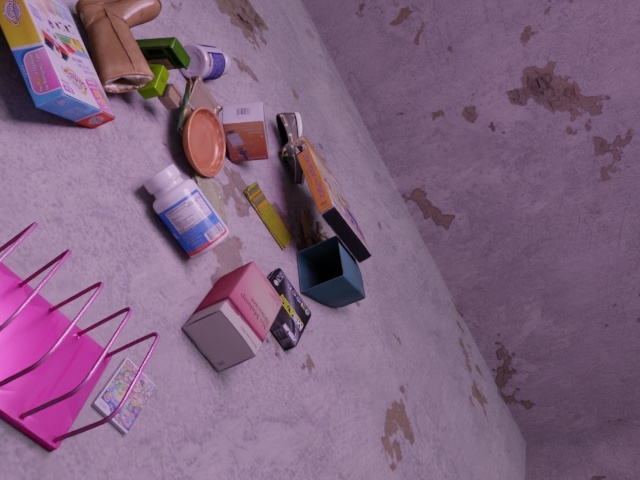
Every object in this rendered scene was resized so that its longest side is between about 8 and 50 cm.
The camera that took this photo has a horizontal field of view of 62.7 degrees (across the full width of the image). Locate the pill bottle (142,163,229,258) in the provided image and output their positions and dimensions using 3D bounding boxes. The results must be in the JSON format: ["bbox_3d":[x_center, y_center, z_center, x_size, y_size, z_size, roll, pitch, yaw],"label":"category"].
[{"bbox_3d":[-0.338,-0.076,1.316,0.222,0.124,0.124,56,25,-14],"label":"pill bottle"}]

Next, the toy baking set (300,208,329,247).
[{"bbox_3d":[-0.004,-0.003,2.005,0.196,0.030,0.256,31,39,-49],"label":"toy baking set"}]

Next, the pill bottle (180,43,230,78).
[{"bbox_3d":[-0.381,-0.597,1.763,0.112,0.111,0.186,61,25,-5],"label":"pill bottle"}]

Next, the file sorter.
[{"bbox_3d":[-0.435,0.147,0.835,0.291,0.182,0.202,51,27,-24],"label":"file sorter"}]

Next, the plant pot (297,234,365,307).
[{"bbox_3d":[0.054,0.130,1.843,0.234,0.165,0.166,43,31,-47],"label":"plant pot"}]

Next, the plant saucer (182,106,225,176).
[{"bbox_3d":[-0.339,-0.284,1.520,0.200,0.037,0.200,-1,90,-70],"label":"plant saucer"}]

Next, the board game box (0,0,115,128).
[{"bbox_3d":[-0.580,-0.418,1.132,0.242,0.064,0.317,-34,101,-87],"label":"board game box"}]

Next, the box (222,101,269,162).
[{"bbox_3d":[-0.238,-0.346,1.691,0.171,0.129,0.091,86,-3,-54],"label":"box"}]

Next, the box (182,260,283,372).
[{"bbox_3d":[-0.208,0.183,1.307,0.149,0.126,0.232,56,25,-16],"label":"box"}]

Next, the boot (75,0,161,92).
[{"bbox_3d":[-0.494,-0.520,1.380,0.236,0.089,0.270,-20,70,-21],"label":"boot"}]

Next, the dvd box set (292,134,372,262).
[{"bbox_3d":[0.037,-0.153,1.887,0.308,0.062,0.421,50,14,-45],"label":"dvd box set"}]

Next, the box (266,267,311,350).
[{"bbox_3d":[-0.113,0.202,1.573,0.191,0.045,0.184,57,23,-12],"label":"box"}]

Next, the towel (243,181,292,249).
[{"bbox_3d":[-0.171,-0.086,1.775,0.237,0.021,0.102,57,26,-13],"label":"towel"}]

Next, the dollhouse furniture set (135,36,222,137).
[{"bbox_3d":[-0.434,-0.406,1.530,0.301,0.151,0.198,56,41,-58],"label":"dollhouse furniture set"}]

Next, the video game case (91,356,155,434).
[{"bbox_3d":[-0.374,0.296,1.010,0.087,0.011,0.122,54,26,-20],"label":"video game case"}]

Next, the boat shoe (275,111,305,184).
[{"bbox_3d":[-0.117,-0.363,2.072,0.091,0.109,0.305,-3,76,-20],"label":"boat shoe"}]

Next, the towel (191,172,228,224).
[{"bbox_3d":[-0.318,-0.118,1.513,0.110,0.027,0.148,20,48,-55],"label":"towel"}]
